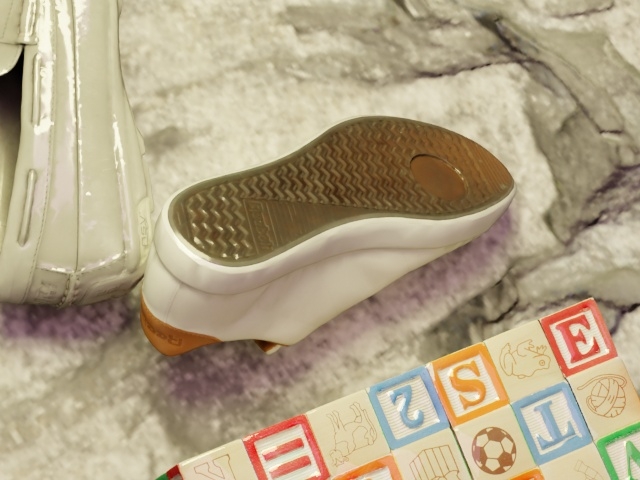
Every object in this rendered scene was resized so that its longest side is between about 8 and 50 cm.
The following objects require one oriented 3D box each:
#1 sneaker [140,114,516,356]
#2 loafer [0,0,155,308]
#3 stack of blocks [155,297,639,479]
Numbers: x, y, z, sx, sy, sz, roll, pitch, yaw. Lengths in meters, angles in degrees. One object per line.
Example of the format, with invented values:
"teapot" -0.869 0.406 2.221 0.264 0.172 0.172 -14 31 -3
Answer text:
"sneaker" 0.000 0.000 1.031 0.290 0.123 0.106 -15 55 -38
"loafer" -0.183 -0.115 0.991 0.111 0.112 0.319 -6 78 -26
"stack of blocks" 0.068 0.170 0.995 0.297 0.087 0.171 -20 82 -20
